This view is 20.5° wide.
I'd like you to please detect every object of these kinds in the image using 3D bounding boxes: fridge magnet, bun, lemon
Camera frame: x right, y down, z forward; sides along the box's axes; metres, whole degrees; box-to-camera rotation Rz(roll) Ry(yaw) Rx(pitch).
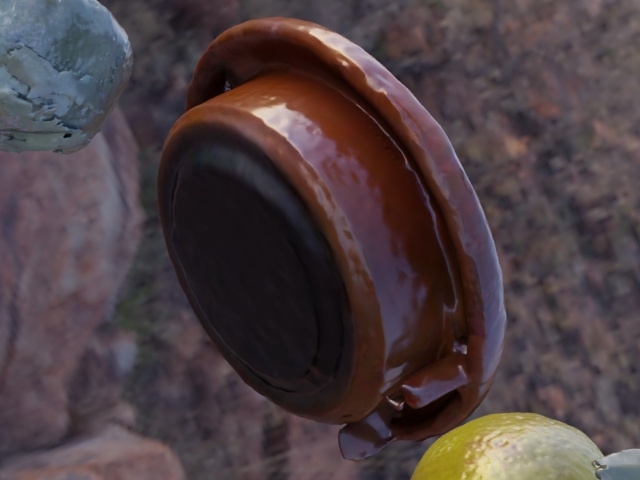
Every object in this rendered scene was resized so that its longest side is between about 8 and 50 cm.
[{"bbox_3d":[0.000,0.000,1.396,0.155,0.364,0.363,-28,96,-31],"label":"fridge magnet"},{"bbox_3d":[-0.265,-0.146,1.392,0.239,0.239,0.141,41,71,-43],"label":"bun"},{"bbox_3d":[0.202,0.301,1.837,0.267,0.267,0.267,42,36,-41],"label":"lemon"}]

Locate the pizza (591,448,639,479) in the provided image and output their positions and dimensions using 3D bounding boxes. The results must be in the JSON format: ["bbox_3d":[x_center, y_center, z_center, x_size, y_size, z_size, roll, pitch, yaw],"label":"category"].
[{"bbox_3d":[0.195,0.134,0.666,0.262,0.181,0.034,23,32,-28],"label":"pizza"}]
